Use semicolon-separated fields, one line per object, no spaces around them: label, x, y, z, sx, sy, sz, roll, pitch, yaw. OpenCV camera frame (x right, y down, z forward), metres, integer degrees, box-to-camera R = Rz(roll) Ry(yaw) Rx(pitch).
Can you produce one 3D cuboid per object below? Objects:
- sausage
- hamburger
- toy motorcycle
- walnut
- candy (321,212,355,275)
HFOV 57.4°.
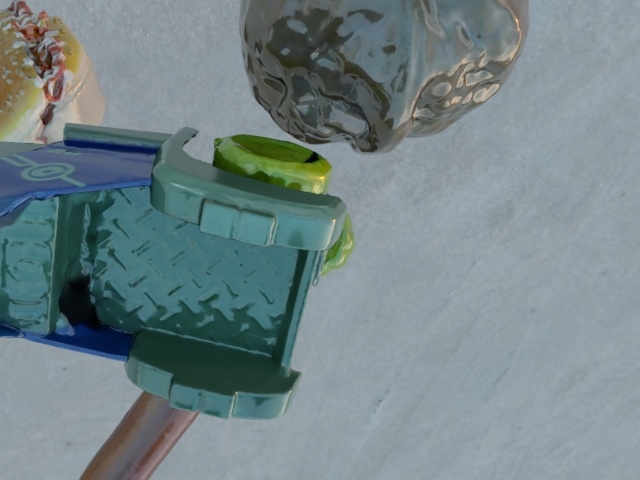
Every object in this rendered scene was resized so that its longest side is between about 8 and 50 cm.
sausage;-0.272;0.307;0.876;0.300;0.083;0.089;-55;149;-5
hamburger;-0.447;-0.229;0.864;0.227;0.295;0.151;-42;145;-2
toy motorcycle;-0.155;0.009;0.436;0.326;0.200;0.191;12;111;-5
walnut;0.051;-0.200;0.548;0.273;0.227;0.273;-30;173;-4
candy;0.000;0.000;0.758;0.096;0.097;0.209;-29;173;2
